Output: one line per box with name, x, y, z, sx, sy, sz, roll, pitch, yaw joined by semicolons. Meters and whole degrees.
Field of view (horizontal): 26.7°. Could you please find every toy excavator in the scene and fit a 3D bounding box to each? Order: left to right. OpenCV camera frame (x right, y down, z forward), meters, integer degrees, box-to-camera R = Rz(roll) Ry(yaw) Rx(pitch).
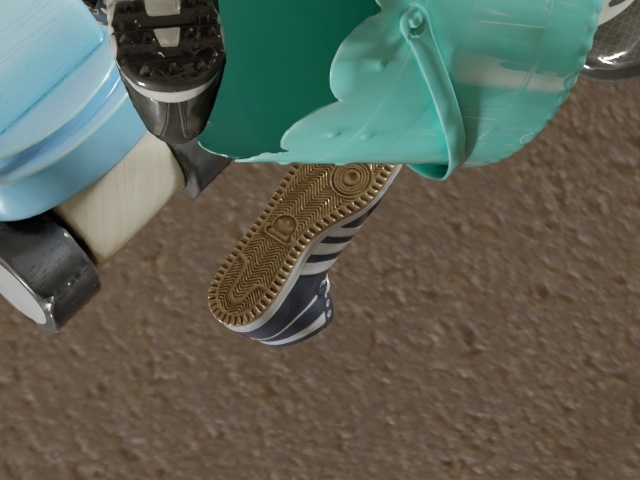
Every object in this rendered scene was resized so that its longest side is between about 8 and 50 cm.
toy excavator;-0.336;-0.192;1.117;0.433;0.445;0.222;21;58;45

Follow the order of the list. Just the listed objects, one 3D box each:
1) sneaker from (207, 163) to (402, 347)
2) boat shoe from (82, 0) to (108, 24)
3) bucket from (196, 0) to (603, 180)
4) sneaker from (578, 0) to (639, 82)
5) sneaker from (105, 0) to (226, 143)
sneaker;0.000;0.000;1.508;0.099;0.153;0.282;39;84;27
boat shoe;-0.213;-0.279;1.571;0.079;0.254;0.095;6;73;63
bucket;0.035;-0.171;0.862;0.281;0.183;0.281;-16;71;58
sneaker;0.333;-0.223;1.064;0.483;0.202;0.185;-17;100;60
sneaker;-0.100;-0.158;0.839;0.078;0.106;0.234;-5;58;-7
